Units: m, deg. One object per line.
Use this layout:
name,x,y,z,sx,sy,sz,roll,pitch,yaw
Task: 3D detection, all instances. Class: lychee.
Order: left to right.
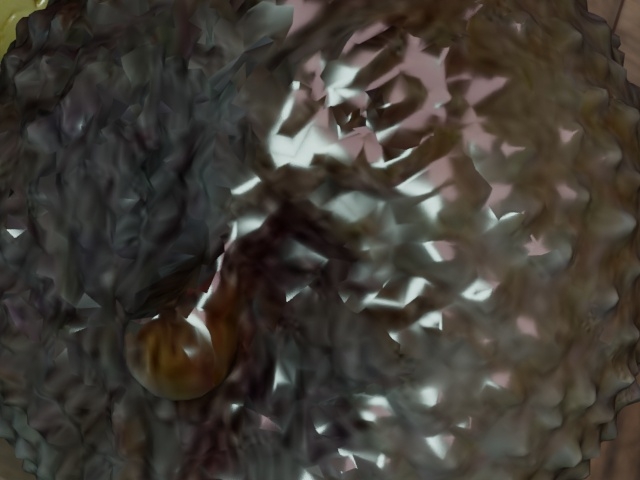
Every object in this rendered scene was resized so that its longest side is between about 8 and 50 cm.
lychee,-0.006,0.001,0.636,0.300,0.300,0.300,8,67,-20

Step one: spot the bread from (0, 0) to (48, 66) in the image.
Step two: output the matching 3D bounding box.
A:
bread,-0.145,-0.130,0.714,0.157,0.083,0.094,26,96,-28
